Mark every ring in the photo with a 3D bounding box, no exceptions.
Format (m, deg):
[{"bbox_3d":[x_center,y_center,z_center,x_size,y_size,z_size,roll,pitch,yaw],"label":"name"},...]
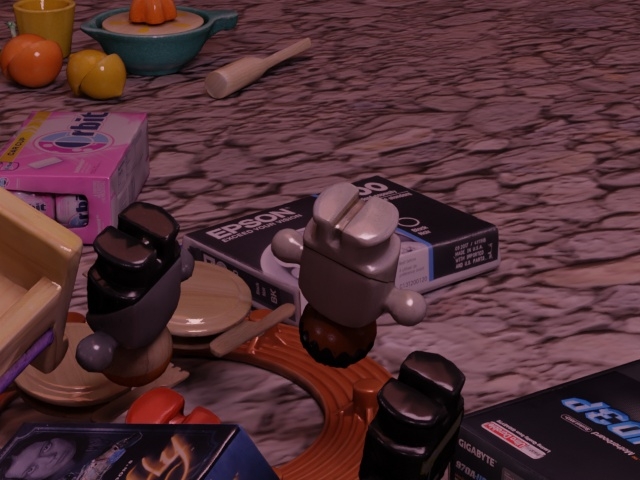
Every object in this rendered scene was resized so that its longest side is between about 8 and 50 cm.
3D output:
[{"bbox_3d":[-0.106,0.109,1.240,0.336,0.032,0.336,0,22,0],"label":"ring"}]

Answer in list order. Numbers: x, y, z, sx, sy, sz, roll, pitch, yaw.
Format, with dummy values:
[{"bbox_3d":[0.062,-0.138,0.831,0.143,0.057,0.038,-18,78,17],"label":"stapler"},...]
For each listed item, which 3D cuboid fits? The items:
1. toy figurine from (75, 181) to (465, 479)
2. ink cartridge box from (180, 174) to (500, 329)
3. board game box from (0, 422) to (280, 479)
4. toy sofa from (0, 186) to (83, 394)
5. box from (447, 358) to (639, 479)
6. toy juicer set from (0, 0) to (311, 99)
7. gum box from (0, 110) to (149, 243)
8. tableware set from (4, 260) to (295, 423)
[{"bbox_3d":[-0.032,0.085,1.074,0.213,0.148,0.210,-9,50,-13],"label":"toy figurine"},{"bbox_3d":[0.000,0.000,1.501,0.206,0.045,0.208,-17,26,-36],"label":"ink cartridge box"},{"bbox_3d":[-0.146,0.182,0.852,0.165,0.042,0.243,-5,37,43],"label":"board game box"},{"bbox_3d":[-0.290,0.115,0.994,0.150,0.177,0.362,30,46,11],"label":"toy sofa"},{"bbox_3d":[0.209,0.146,1.112,0.175,0.051,0.220,-14,26,-31],"label":"box"},{"bbox_3d":[-0.185,-0.215,1.992,0.329,0.090,0.209,3,21,7],"label":"toy juicer set"},{"bbox_3d":[-0.216,-0.055,1.616,0.107,0.062,0.188,2,21,5],"label":"gum box"},{"bbox_3d":[-0.126,0.070,1.251,0.128,0.039,0.194,28,39,30],"label":"tableware set"}]
